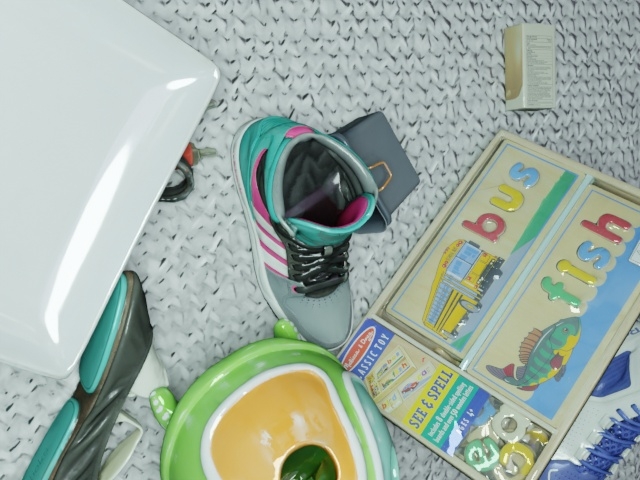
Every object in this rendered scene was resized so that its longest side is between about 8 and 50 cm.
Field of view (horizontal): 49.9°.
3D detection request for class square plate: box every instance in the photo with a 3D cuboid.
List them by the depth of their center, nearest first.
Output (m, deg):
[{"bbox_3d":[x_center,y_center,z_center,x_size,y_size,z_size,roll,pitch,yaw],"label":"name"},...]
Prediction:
[{"bbox_3d":[-0.298,-0.090,0.593,0.344,0.049,0.347,30,82,-36],"label":"square plate"}]

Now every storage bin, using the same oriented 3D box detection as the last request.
[{"bbox_3d":[0.060,-0.090,0.839,0.091,0.098,0.135,-42,109,-27],"label":"storage bin"}]

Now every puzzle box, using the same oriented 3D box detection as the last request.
[{"bbox_3d":[0.230,0.074,0.846,0.409,0.272,0.052,-54,152,-12],"label":"puzzle box"}]

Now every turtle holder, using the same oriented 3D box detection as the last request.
[{"bbox_3d":[-0.034,0.271,0.733,0.243,0.227,0.321,-10,120,-34],"label":"turtle holder"}]

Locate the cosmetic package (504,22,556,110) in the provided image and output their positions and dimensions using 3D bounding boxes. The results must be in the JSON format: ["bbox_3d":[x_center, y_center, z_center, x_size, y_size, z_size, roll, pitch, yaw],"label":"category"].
[{"bbox_3d":[0.290,-0.239,0.953,0.060,0.041,0.115,-4,95,-23],"label":"cosmetic package"}]

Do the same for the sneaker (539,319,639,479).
[{"bbox_3d":[0.421,0.244,0.973,0.127,0.182,0.316,28,82,-22],"label":"sneaker"}]

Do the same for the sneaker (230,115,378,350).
[{"bbox_3d":[0.000,0.000,0.766,0.123,0.178,0.296,-24,103,-21],"label":"sneaker"}]

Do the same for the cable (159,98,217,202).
[{"bbox_3d":[-0.247,-0.100,0.733,0.287,0.072,0.140,-9,115,-11],"label":"cable"}]

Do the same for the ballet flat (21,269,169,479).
[{"bbox_3d":[-0.227,0.168,0.734,0.096,0.095,0.281,22,95,-34],"label":"ballet flat"}]
